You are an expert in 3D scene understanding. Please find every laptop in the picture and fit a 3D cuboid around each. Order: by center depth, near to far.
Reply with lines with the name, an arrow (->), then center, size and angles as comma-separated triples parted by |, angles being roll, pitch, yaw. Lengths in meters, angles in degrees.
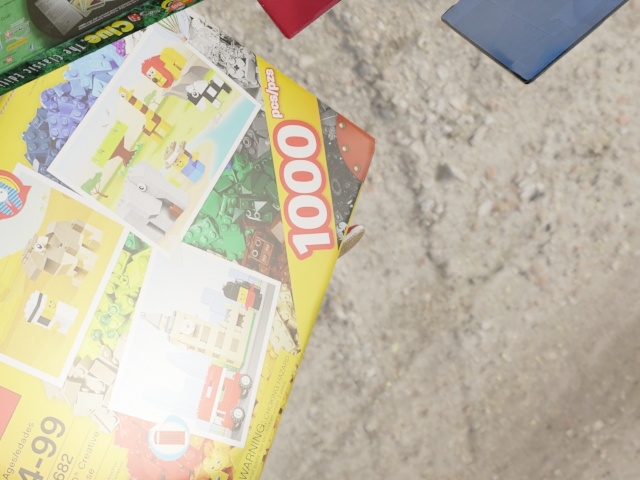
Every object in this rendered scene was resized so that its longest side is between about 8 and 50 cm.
laptop -> 0.305, -0.459, 1.206 | 0.236, 0.382, 0.407 | -10, 116, -6

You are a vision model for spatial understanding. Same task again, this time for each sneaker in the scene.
sneaker -> 0.000, 0.000, 1.293 | 0.118, 0.067, 0.042 | -38, 160, 12

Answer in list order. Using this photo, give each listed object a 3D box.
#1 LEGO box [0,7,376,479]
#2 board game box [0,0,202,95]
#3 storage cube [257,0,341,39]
LEGO box -> -0.202, 0.030, 0.943 | 0.372, 0.500, 0.193 | 32, 153, -25
board game box -> -0.187, -0.191, 0.674 | 0.260, 0.136, 0.030 | -16, 164, 29
storage cube -> -0.028, -0.437, 1.364 | 0.215, 0.183, 0.193 | -34, 110, 14
